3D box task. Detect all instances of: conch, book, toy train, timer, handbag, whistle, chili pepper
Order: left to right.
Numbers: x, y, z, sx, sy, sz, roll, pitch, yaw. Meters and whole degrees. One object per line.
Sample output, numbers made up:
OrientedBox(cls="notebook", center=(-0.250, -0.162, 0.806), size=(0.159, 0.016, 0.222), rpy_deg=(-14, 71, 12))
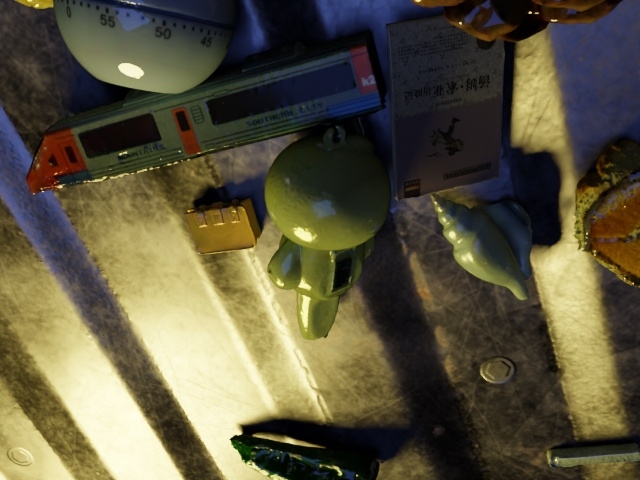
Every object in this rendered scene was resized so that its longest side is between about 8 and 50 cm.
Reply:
OrientedBox(cls="timer", center=(-0.163, -0.258, 0.546), size=(0.176, 0.175, 0.255), rpy_deg=(-7, 94, 13))
OrientedBox(cls="toy train", center=(-0.136, -0.133, 0.648), size=(0.410, 0.086, 0.089), rpy_deg=(-10, 112, 15))
OrientedBox(cls="handbag", center=(-0.119, -0.017, 0.744), size=(0.083, 0.027, 0.061), rpy_deg=(-6, 118, 13))
OrientedBox(cls="chili pepper", center=(-0.028, 0.325, 0.902), size=(0.227, 0.088, 0.059), rpy_deg=(14, 117, 11))
OrientedBox(cls="whistle", center=(-0.005, -0.008, 0.691), size=(0.141, 0.141, 0.294), rpy_deg=(17, 139, -1))
OrientedBox(cls="book", center=(0.128, -0.135, 0.616), size=(0.127, 0.014, 0.181), rpy_deg=(-14, 119, -15))
OrientedBox(cls="conch", center=(0.187, -0.003, 0.690), size=(0.180, 0.088, 0.065), rpy_deg=(40, 161, -20))

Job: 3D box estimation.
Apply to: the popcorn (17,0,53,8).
OrientedBox(cls="popcorn", center=(-0.280, -0.284, 0.578), size=(0.116, 0.106, 0.120), rpy_deg=(25, 120, 6))

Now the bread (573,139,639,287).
OrientedBox(cls="bread", center=(0.334, -0.024, 0.643), size=(0.140, 0.069, 0.128), rpy_deg=(31, 120, -12))

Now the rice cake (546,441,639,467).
OrientedBox(cls="rice cake", center=(0.375, 0.296, 0.840), size=(0.121, 0.022, 0.021), rpy_deg=(-9, 108, 13))

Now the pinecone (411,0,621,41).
OrientedBox(cls="pinecone", center=(0.152, -0.293, 0.377), size=(0.385, 0.384, 0.384), rpy_deg=(4, 119, 7))
